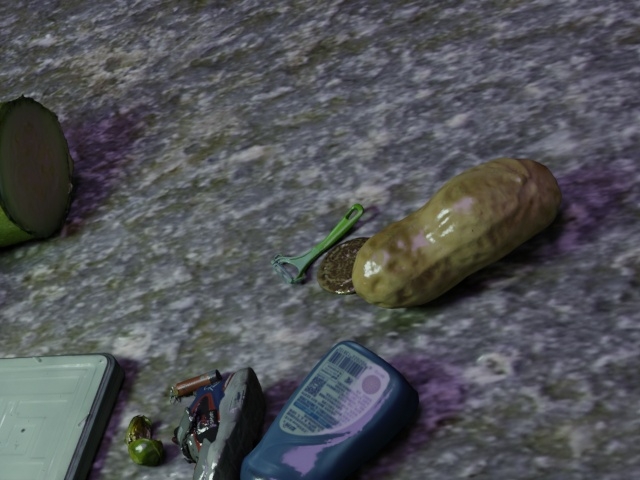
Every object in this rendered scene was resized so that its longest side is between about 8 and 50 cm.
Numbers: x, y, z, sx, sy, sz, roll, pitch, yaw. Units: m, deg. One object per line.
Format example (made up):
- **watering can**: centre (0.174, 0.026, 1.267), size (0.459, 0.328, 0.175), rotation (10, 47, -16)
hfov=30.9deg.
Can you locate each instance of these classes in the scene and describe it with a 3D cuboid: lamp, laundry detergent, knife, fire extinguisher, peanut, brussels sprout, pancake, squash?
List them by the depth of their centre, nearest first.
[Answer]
- **laundry detergent**: centre (-0.009, 0.271, 1.499), size (0.143, 0.094, 0.290), rotation (33, 75, 37)
- **peanut**: centre (0.184, -0.013, 1.601), size (0.319, 0.147, 0.147), rotation (-29, 43, 1)
- **brussels sprout**: centre (-0.253, 0.289, 1.651), size (0.051, 0.046, 0.083), rotation (-40, 34, -3)
- **fire extinguisher**: centre (-0.185, 0.214, 1.692), size (0.083, 0.022, 0.028), rotation (-21, 75, 11)
- **pancake**: centre (0.046, 0.036, 1.731), size (0.115, 0.011, 0.115), rotation (-16, 45, 16)
- **lamp**: centre (-0.448, 0.292, 1.747), size (0.269, 0.047, 0.266), rotation (-6, 50, 25)
- **knife**: centre (0.001, 0.002, 1.779), size (0.166, 0.022, 0.078), rotation (-39, 46, -6)
- **squash**: centre (-0.658, -0.101, 2.068), size (0.384, 0.263, 0.263), rotation (-8, 48, 22)

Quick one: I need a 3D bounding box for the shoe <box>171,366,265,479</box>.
- **shoe**: centre (-0.155, 0.269, 1.563), size (0.126, 0.099, 0.227), rotation (-1, 45, 18)
